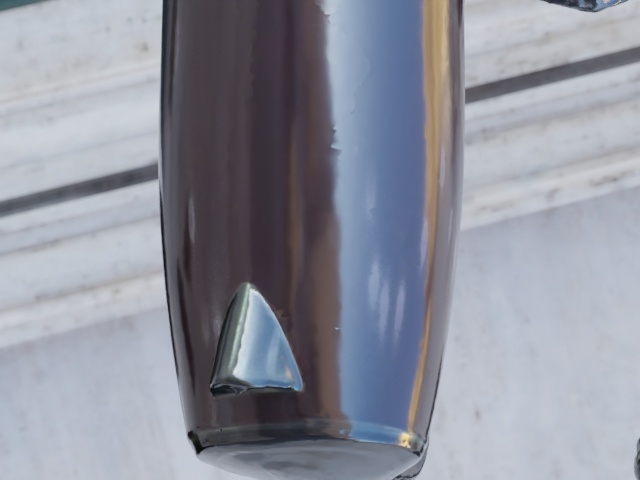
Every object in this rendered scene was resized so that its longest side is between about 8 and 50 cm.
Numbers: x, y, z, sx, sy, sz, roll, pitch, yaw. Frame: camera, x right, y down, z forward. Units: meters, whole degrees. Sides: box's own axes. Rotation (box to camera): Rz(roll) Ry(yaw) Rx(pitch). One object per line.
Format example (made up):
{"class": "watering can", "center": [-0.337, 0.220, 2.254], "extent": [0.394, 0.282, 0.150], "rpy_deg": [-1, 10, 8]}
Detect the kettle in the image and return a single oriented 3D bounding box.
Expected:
{"class": "kettle", "center": [0.000, 0.000, 0.684], "extent": [0.202, 0.144, 0.232], "rpy_deg": [43, 46, -65]}

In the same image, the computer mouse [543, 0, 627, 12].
{"class": "computer mouse", "center": [0.114, -0.193, 0.831], "extent": [0.172, 0.099, 0.057], "rpy_deg": [37, -21, -11]}

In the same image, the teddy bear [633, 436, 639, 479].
{"class": "teddy bear", "center": [0.323, 0.239, 1.214], "extent": [0.144, 0.171, 0.251], "rpy_deg": [124, -22, -59]}
